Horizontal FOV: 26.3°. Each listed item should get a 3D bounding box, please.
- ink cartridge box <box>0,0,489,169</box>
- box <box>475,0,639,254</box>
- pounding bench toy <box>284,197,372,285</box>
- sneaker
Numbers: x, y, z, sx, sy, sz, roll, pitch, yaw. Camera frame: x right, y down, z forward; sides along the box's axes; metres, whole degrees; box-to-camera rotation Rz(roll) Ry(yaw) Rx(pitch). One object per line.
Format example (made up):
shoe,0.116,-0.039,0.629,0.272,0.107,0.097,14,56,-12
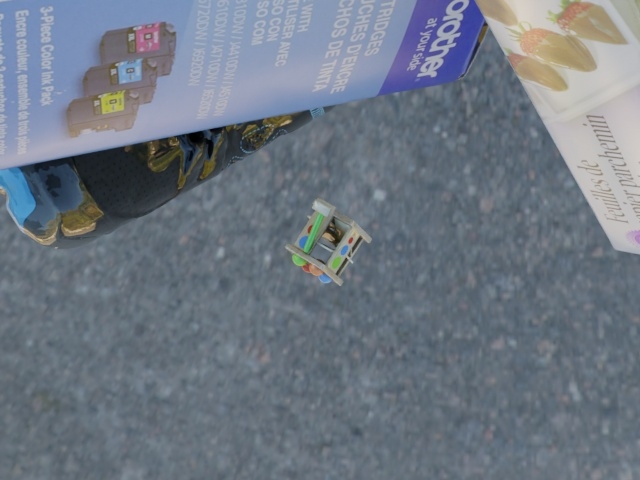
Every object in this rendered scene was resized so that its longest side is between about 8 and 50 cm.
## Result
ink cartridge box,-0.080,-0.195,0.649,0.395,0.270,0.151,-13,153,-18
box,0.115,-0.083,0.536,0.063,0.067,0.324,10,160,30
pounding bench toy,0.000,0.000,1.352,0.052,0.083,0.065,30,84,30
sneaker,-0.069,-0.103,0.814,0.139,0.341,0.125,-12,108,30
